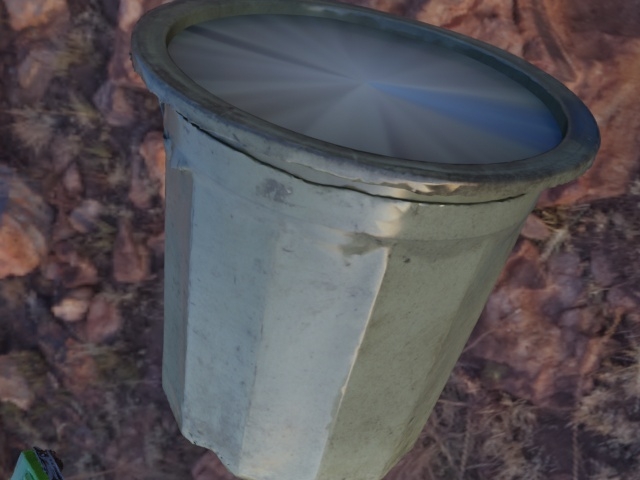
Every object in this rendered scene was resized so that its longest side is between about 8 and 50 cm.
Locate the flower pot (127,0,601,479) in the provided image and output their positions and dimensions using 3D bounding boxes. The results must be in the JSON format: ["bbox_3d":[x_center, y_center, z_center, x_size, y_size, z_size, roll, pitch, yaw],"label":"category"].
[{"bbox_3d":[0.000,0.000,0.440,0.212,0.212,0.202,40,129,33],"label":"flower pot"}]

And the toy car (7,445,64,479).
[{"bbox_3d":[-0.218,0.232,0.645,0.071,0.063,0.165,40,124,42],"label":"toy car"}]
